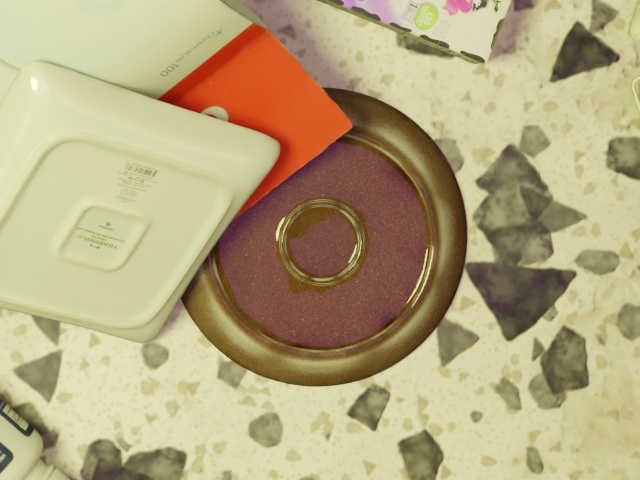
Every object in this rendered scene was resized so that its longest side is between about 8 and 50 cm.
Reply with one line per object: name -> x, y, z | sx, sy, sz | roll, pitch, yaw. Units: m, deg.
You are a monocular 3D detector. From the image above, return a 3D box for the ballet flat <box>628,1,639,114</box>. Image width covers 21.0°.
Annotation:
ballet flat -> 0.364, -0.187, 1.757 | 0.096, 0.095, 0.280 | -3, 96, 7

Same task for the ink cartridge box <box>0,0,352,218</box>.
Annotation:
ink cartridge box -> -0.199, -0.128, 1.597 | 0.308, 0.091, 0.385 | -37, 117, 14

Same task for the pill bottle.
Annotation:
pill bottle -> -0.342, 0.211, 1.716 | 0.187, 0.112, 0.112 | 43, 90, -7

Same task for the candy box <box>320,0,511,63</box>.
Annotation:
candy box -> 0.103, -0.287, 1.729 | 0.196, 0.070, 0.165 | 21, 93, -7

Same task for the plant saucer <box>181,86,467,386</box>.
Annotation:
plant saucer -> 0.000, 0.000, 1.761 | 0.311, 0.050, 0.310 | -1, 96, -5

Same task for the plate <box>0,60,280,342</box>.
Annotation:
plate -> -0.210, -0.016, 1.631 | 0.277, 0.045, 0.278 | 17, 122, -32
